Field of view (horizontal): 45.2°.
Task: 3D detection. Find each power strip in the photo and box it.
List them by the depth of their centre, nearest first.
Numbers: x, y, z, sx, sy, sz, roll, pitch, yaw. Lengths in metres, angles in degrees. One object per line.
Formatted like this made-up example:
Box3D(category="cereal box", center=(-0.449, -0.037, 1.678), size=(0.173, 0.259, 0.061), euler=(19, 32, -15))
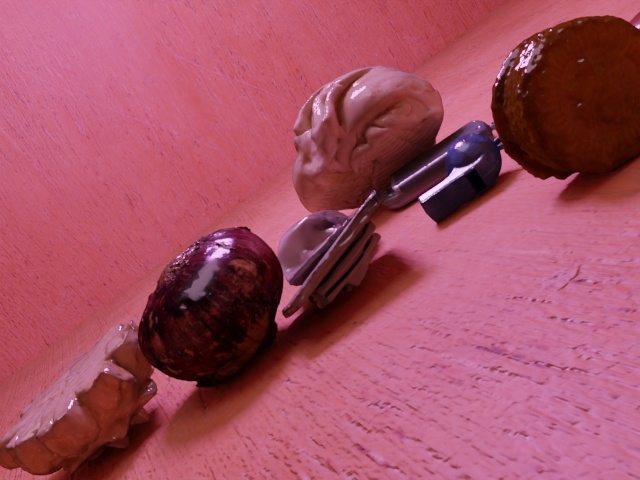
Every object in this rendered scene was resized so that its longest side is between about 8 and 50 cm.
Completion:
Box3D(category="power strip", center=(0.031, 0.037, 1.086), size=(0.213, 0.064, 0.198), euler=(-53, 0, -4))

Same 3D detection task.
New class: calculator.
Box3D(category="calculator", center=(0.210, -0.139, 1.367), size=(0.246, 0.045, 0.141), euler=(-34, 11, 12))

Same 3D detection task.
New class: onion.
Box3D(category="onion", center=(-0.151, 0.099, 1.117), size=(0.246, 0.190, 0.246), euler=(-51, 14, 18))

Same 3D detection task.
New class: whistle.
Box3D(category="whistle", center=(0.210, -0.104, 1.131), size=(0.158, 0.090, 0.090), euler=(-34, 11, 12))

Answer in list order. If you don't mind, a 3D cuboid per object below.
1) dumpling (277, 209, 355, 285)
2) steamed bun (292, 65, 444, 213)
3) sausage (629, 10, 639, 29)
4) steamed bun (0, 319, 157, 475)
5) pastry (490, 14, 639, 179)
Box3D(category="dumpling", center=(0.001, 0.000, 1.239), size=(0.150, 0.092, 0.176), euler=(-46, -20, 30))
Box3D(category="steamed bun", center=(0.073, -0.212, 1.458), size=(0.275, 0.203, 0.289), euler=(-11, -30, -29))
Box3D(category="sausage", center=(0.513, -0.304, 0.951), size=(0.304, 0.121, 0.121), euler=(-38, 11, -7))
Box3D(category="steamed bun", center=(-0.360, 0.265, 1.198), size=(0.295, 0.137, 0.292), euler=(-46, 17, -9))
Box3D(category="pastry", center=(0.298, -0.165, 0.892), size=(0.188, 0.189, 0.103), euler=(-37, 8, -7))
